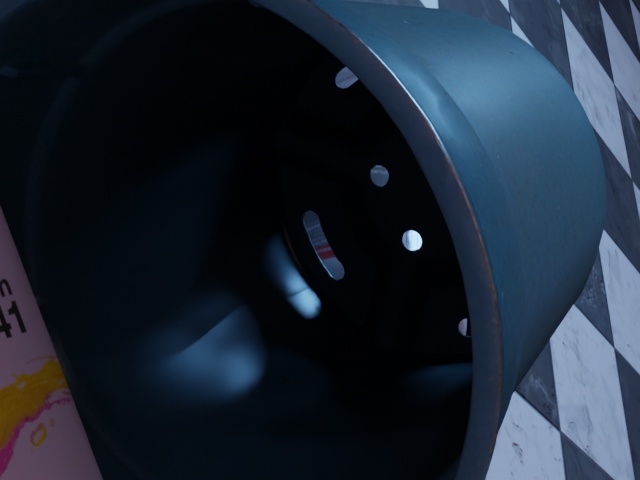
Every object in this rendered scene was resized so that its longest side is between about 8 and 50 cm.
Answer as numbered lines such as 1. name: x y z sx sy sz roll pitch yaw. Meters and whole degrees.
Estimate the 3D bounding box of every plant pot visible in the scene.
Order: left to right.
1. plant pot: 0.000 0.000 0.692 0.334 0.341 0.341 -26 94 -58

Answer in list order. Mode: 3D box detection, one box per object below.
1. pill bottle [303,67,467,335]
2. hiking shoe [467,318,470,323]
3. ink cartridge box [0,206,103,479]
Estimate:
1. pill bottle: 0.046 -0.029 1.039 0.161 0.161 0.283 46 34 -36
2. hiking shoe: 0.166 -0.008 1.292 0.304 0.113 0.132 55 30 -25
3. ink cartridge box: -0.208 0.126 0.506 0.226 0.131 0.306 -20 90 -62
